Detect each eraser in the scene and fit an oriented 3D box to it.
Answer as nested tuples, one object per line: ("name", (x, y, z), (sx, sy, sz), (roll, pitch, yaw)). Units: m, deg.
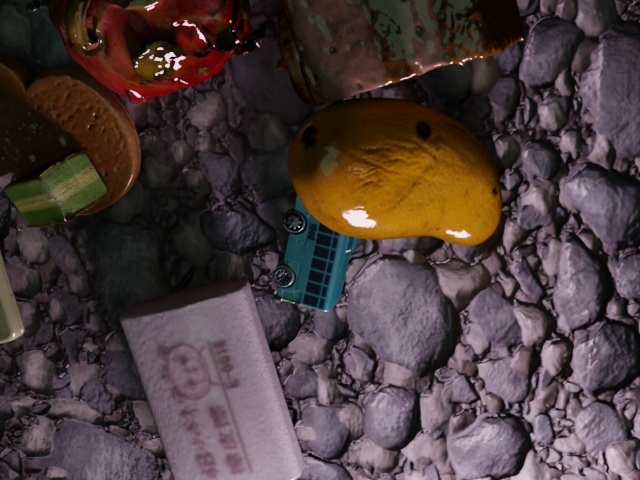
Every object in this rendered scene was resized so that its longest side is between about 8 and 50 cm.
("eraser", (-0.140, 0.198, 2.082), (0.174, 0.095, 0.270), (-13, 104, 15))

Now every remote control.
("remote control", (-0.466, 0.028, 2.134), (0.098, 0.038, 0.233), (-5, 105, 33))

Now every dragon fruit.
("dragon fruit", (-0.211, -0.317, 1.829), (0.250, 0.269, 0.291), (-15, 123, 2))

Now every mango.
("mango", (0.092, -0.079, 1.883), (0.295, 0.120, 0.177), (12, 111, -36))

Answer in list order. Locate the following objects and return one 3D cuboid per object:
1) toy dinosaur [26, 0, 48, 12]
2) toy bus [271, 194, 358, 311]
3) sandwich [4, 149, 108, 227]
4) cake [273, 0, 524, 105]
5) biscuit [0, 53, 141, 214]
("toy dinosaur", (-0.294, -0.282, 1.994), (0.154, 0.049, 0.055), (12, 113, 6))
("toy bus", (0.000, 0.000, 1.989), (0.092, 0.079, 0.160), (16, 111, 10))
("sandwich", (-0.343, -0.065, 2.059), (0.116, 0.074, 0.074), (-8, 116, 55))
("cake", (0.067, -0.275, 1.830), (0.293, 0.196, 0.198), (-15, 101, 23))
("biscuit", (-0.367, -0.140, 2.058), (0.289, 0.044, 0.202), (16, 118, 12))
